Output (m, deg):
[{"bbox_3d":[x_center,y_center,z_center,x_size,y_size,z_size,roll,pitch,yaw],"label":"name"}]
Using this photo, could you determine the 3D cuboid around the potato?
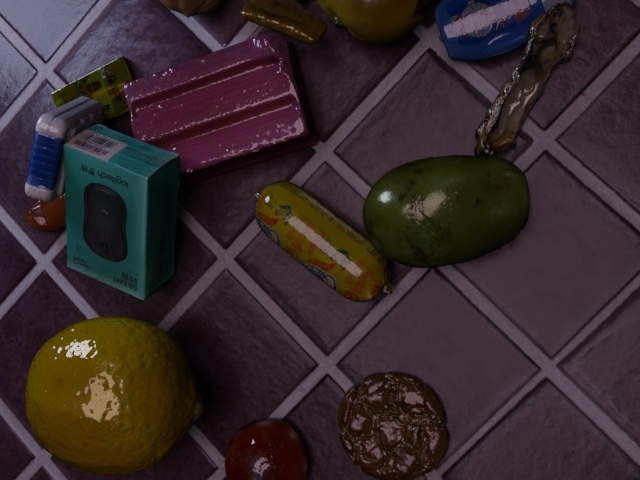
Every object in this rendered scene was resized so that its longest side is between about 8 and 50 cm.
[{"bbox_3d":[0.228,-0.053,1.421,0.304,0.216,0.216,-1,87,11],"label":"potato"}]

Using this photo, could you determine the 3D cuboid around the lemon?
[{"bbox_3d":[-0.410,0.302,1.525,0.336,0.336,0.336,-1,87,14],"label":"lemon"}]

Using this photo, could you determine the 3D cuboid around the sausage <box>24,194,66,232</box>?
[{"bbox_3d":[-0.563,-0.074,1.698,0.179,0.089,0.089,-22,82,16],"label":"sausage"}]

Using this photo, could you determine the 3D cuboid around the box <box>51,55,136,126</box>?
[{"bbox_3d":[-0.494,-0.313,1.716,0.193,0.030,0.121,-24,82,13],"label":"box"}]

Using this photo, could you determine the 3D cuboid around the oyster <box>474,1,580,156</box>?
[{"bbox_3d":[0.368,-0.286,1.443,0.078,0.128,0.345,37,106,32],"label":"oyster"}]

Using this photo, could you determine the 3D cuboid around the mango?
[{"bbox_3d":[0.106,-0.565,1.494,0.253,0.182,0.365,-1,88,15],"label":"mango"}]

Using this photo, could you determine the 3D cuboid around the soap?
[{"bbox_3d":[-0.204,-0.263,1.587,0.359,0.128,0.233,-15,85,14],"label":"soap"}]

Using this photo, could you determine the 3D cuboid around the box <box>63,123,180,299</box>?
[{"bbox_3d":[-0.402,-0.053,1.559,0.205,0.118,0.311,23,127,16],"label":"box"}]

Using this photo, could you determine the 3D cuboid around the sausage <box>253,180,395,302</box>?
[{"bbox_3d":[0.000,0.000,1.522,0.347,0.123,0.123,37,96,13],"label":"sausage"}]

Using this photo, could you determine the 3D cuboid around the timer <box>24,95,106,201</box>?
[{"bbox_3d":[-0.515,-0.189,1.587,0.078,0.253,0.178,18,111,-3],"label":"timer"}]

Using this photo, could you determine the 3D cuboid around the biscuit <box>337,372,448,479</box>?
[{"bbox_3d":[0.139,0.365,1.510,0.226,0.042,0.226,-1,87,16],"label":"biscuit"}]

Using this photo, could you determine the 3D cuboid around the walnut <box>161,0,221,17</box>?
[{"bbox_3d":[-0.267,-0.556,1.612,0.155,0.155,0.184,5,83,15],"label":"walnut"}]

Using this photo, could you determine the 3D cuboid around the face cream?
[{"bbox_3d":[0.357,-0.438,1.474,0.264,0.083,0.149,-20,87,12],"label":"face cream"}]

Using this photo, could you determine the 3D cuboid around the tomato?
[{"bbox_3d":[-0.122,0.454,1.543,0.189,0.099,0.173,-32,82,12],"label":"tomato"}]

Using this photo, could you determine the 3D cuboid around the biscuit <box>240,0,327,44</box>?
[{"bbox_3d":[-0.050,-0.475,1.561,0.174,0.039,0.183,21,54,12],"label":"biscuit"}]
